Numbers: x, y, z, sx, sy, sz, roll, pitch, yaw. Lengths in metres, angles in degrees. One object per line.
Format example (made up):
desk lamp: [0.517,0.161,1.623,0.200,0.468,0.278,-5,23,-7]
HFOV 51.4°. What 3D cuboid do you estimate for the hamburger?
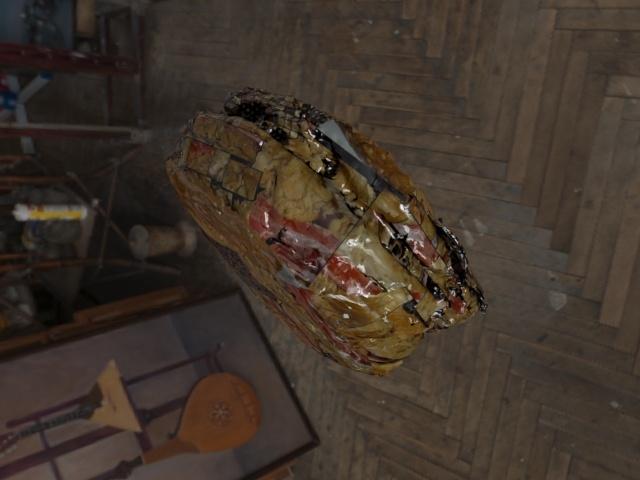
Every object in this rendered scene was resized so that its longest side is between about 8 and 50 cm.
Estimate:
hamburger: [0.000,0.000,0.445,0.107,0.231,0.231,-45,61,-10]
